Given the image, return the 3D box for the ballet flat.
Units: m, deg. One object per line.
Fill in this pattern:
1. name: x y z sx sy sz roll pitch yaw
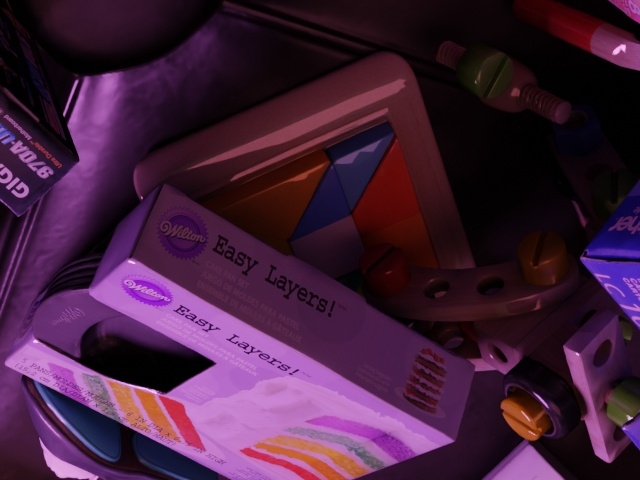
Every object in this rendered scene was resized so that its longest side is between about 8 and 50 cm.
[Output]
1. ballet flat: -0.171 0.170 1.071 0.074 0.074 0.203 -46 126 11

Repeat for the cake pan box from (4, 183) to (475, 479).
1. cake pan box: -0.067 0.084 0.950 0.267 0.070 0.246 32 145 -19

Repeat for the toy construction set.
1. toy construction set: 0.187 0.003 0.960 0.257 0.237 0.309 -13 120 -29

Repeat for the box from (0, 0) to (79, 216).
1. box: -0.230 -0.130 0.786 0.051 0.220 0.175 -41 123 5

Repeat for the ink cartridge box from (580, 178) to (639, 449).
1. ink cartridge box: 0.354 0.005 0.863 0.270 0.151 0.395 47 71 -21

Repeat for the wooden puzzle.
1. wooden puzzle: 0.000 0.000 1.038 0.221 0.044 0.238 -24 123 -2

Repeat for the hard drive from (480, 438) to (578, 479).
1. hard drive: 0.154 0.355 1.240 0.203 0.040 0.307 44 102 0

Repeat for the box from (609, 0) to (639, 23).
1. box: 0.215 -0.312 0.865 0.154 0.142 0.300 -24 123 -4
